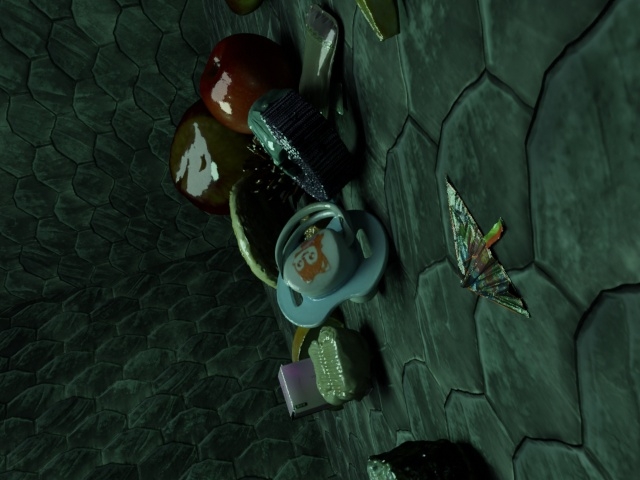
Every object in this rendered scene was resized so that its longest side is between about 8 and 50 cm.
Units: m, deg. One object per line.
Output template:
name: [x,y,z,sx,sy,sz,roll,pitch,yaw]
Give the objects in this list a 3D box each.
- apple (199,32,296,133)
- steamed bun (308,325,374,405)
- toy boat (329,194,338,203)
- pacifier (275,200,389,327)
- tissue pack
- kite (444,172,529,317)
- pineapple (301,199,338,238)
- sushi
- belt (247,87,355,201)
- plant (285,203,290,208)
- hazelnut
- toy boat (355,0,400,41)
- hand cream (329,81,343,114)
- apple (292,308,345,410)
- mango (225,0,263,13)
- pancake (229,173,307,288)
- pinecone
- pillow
apple: [-0.191,-0.414,1.465,0.260,0.216,0.260,-32,45,39]
steamed bun: [0.070,0.330,1.519,0.211,0.144,0.218,-28,77,61]
toy boat: [0.009,-0.145,1.404,0.061,0.060,0.137,50,-171,-49]
pacifier: [0.044,0.065,1.230,0.233,0.299,0.244,34,-150,-42]
tissue pack: [0.011,0.414,1.638,0.092,0.246,0.148,103,149,-57]
kite: [0.218,0.014,0.786,0.183,0.014,0.241,101,151,-63]
pineapple: [0.000,0.000,1.488,0.277,0.119,0.130,100,180,-57]
sushi: [0.206,0.501,1.093,0.350,0.170,0.211,101,152,-64]
belt: [-0.044,-0.204,1.209,0.260,0.122,0.325,47,176,0]
plant: [-0.200,-0.042,2.063,0.312,0.215,0.213,140,110,-82]
hazelnut: [-0.315,-0.292,1.931,0.402,0.402,0.429,-127,47,-58]
toy boat: [0.074,-0.376,0.814,0.066,0.065,0.172,37,-147,-73]
hand cream: [0.004,-0.329,1.221,0.194,0.042,0.067,-134,38,-55]
apple: [-0.001,0.372,1.801,0.254,0.179,0.346,-28,-61,-62]
mango: [-0.212,-0.701,1.538,0.267,0.111,0.133,-151,58,-66]
pancake: [-0.138,-0.015,1.607,0.382,0.071,0.382,48,-154,-33]
pinecone: [-0.113,-0.207,1.537,0.202,0.201,0.229,43,128,50]
pillow: [-0.007,-0.362,1.148,0.131,0.038,0.233,52,145,36]
